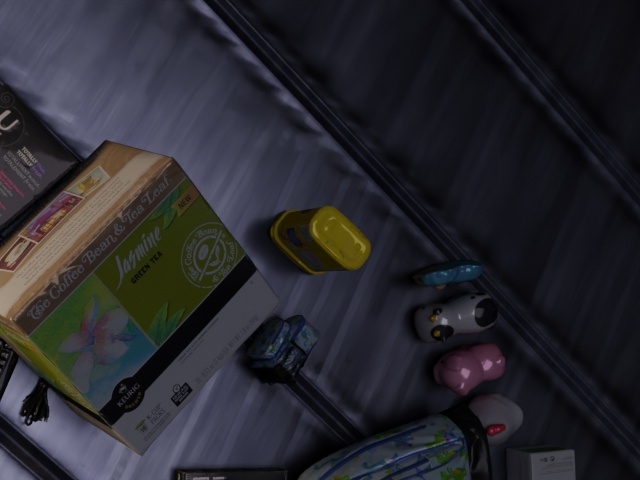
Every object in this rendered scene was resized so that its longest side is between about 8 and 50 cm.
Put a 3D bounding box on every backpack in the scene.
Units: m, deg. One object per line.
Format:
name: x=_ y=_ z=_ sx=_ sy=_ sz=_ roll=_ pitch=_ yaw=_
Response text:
backpack: x=-0.062 y=0.178 z=1.968 sx=0.084 sy=0.105 sz=0.114 roll=45 pitch=66 yaw=-17
backpack: x=0.118 y=0.462 z=1.972 sx=0.355 sy=0.273 sz=0.290 roll=-5 pitch=109 yaw=-11

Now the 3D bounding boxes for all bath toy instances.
bath toy: x=0.265 y=0.212 z=2.100 sx=0.151 sy=0.129 sz=0.348 roll=-16 pitch=94 yaw=10

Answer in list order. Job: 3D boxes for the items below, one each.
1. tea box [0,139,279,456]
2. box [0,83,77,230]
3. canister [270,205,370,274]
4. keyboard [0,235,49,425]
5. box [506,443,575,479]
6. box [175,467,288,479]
tea box: x=-0.299 y=0.081 z=1.759 sx=0.329 sy=0.220 sz=0.323 roll=-49 pitch=125 yaw=-19
box: x=-0.527 y=-0.080 z=1.750 sx=0.270 sy=0.143 sz=0.165 roll=-44 pitch=99 yaw=-19
canister: x=0.000 y=0.000 z=1.968 sx=0.126 sy=0.170 sz=0.073 roll=44 pitch=72 yaw=-16
keyboard: x=-0.487 y=0.169 z=1.822 sx=0.201 sy=0.033 sz=0.317 roll=25 pitch=79 yaw=-21
box: x=0.412 y=0.438 z=2.173 sx=0.101 sy=0.087 sz=0.102 roll=-1 pitch=87 yaw=-24
box: x=-0.151 y=0.475 z=1.947 sx=0.190 sy=0.045 sz=0.184 roll=5 pitch=88 yaw=-24
